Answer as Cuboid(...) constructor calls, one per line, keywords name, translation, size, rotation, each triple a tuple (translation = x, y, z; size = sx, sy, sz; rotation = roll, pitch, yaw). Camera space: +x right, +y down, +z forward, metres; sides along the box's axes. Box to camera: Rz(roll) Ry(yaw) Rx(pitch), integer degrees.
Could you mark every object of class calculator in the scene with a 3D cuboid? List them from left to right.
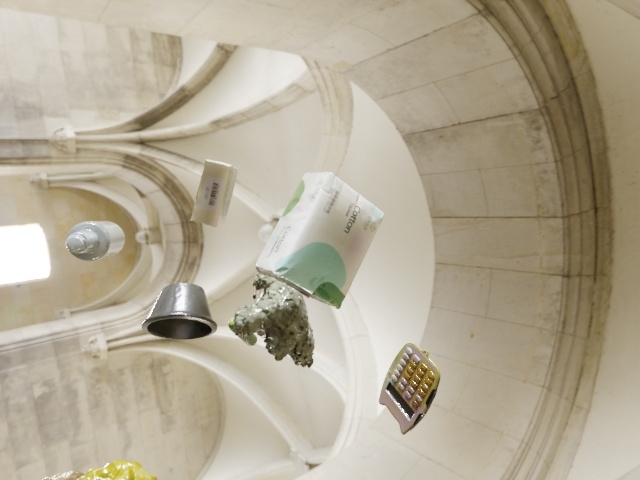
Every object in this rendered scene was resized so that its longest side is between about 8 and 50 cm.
Cuboid(name="calculator", translation=(0.238, 0.385, 1.136), size=(0.157, 0.033, 0.236), rotation=(48, -54, 49))

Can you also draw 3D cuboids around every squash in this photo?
Cuboid(name="squash", translation=(-0.341, 0.406, 1.899), size=(0.066, 0.066, 0.228), rotation=(45, -11, 38))

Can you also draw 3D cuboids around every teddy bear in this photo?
Cuboid(name="teddy bear", translation=(-0.132, 0.312, 1.549), size=(0.225, 0.357, 0.367), rotation=(-11, -65, 12))

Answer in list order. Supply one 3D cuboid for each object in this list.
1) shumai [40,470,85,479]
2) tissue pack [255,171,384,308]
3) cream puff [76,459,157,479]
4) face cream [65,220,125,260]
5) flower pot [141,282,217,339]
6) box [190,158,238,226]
Cuboid(name="shumai", translation=(-0.609, 0.608, 0.989), size=(0.139, 0.123, 0.104), rotation=(118, -34, -76))
Cuboid(name="tissue pack", translation=(0.001, 0.000, 1.341), size=(0.194, 0.266, 0.356), rotation=(11, -109, 56))
Cuboid(name="cream puff", translation=(-0.343, 0.438, 0.699), size=(0.147, 0.116, 0.146), rotation=(-1, -93, 13))
Cuboid(name="face cream", translation=(-0.572, 0.001, 1.072), size=(0.252, 0.101, 0.100), rotation=(-168, -110, -79))
Cuboid(name="flower pot", translation=(-0.524, 0.263, 1.629), size=(0.269, 0.269, 0.166), rotation=(-43, -138, 48))
Cuboid(name="box", translation=(-0.362, -0.163, 1.474), size=(0.168, 0.095, 0.211), rotation=(-106, -149, -84))
